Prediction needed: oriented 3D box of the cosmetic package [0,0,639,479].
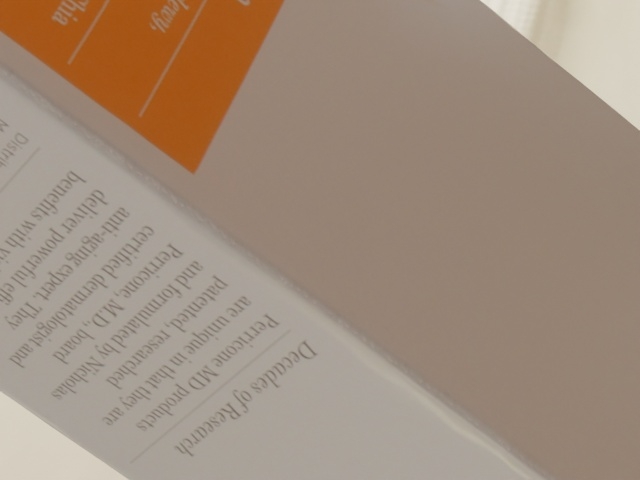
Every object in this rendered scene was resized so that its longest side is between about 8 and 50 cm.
[{"bbox_3d":[0.000,0.000,0.858,0.453,0.161,0.230,37,-137,-14],"label":"cosmetic package"}]
